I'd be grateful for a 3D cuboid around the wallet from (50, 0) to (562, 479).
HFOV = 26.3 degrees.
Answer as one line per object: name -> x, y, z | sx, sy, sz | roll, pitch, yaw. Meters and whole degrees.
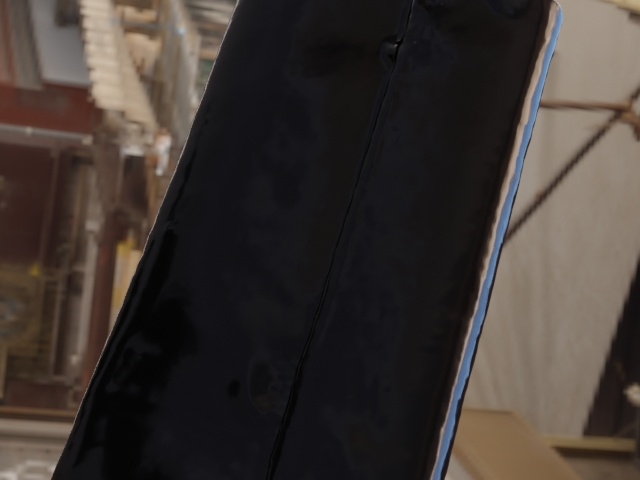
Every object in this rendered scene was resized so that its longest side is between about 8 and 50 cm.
wallet -> 0.000, 0.000, 0.846 | 0.062, 0.228, 0.406 | 63, 39, -56
